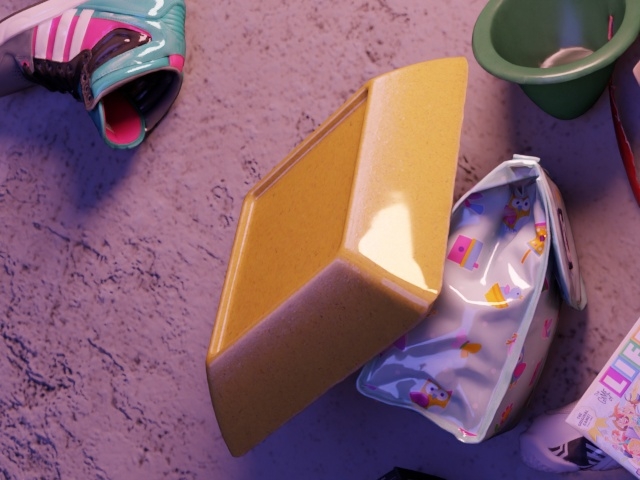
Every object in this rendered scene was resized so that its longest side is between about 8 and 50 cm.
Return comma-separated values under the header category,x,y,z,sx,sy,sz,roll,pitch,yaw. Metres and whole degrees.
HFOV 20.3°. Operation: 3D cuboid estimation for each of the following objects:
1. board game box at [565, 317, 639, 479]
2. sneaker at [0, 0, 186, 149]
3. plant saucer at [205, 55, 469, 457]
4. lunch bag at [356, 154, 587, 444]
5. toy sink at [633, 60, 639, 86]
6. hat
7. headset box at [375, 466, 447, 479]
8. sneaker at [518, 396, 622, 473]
category,x,y,z,sx,sy,sz,roll,pitch,yaw
board game box,0.305,0.131,1.596,0.103,0.026,0.154,37,101,20
sneaker,-0.268,-0.179,2.028,0.295,0.124,0.178,-23,68,26
plant saucer,0.000,0.000,1.737,0.333,0.081,0.333,-41,27,42
lunch bag,0.164,0.049,1.707,0.160,0.223,0.262,24,93,14
toy sink,0.421,-0.144,1.567,0.234,0.131,0.153,-21,79,-9
hat,0.255,-0.145,1.786,0.173,0.183,0.208,-3,46,22
headset box,0.064,0.413,1.782,0.246,0.131,0.283,-36,62,18
sneaker,0.340,0.087,1.674,0.365,0.137,0.210,-19,78,23
